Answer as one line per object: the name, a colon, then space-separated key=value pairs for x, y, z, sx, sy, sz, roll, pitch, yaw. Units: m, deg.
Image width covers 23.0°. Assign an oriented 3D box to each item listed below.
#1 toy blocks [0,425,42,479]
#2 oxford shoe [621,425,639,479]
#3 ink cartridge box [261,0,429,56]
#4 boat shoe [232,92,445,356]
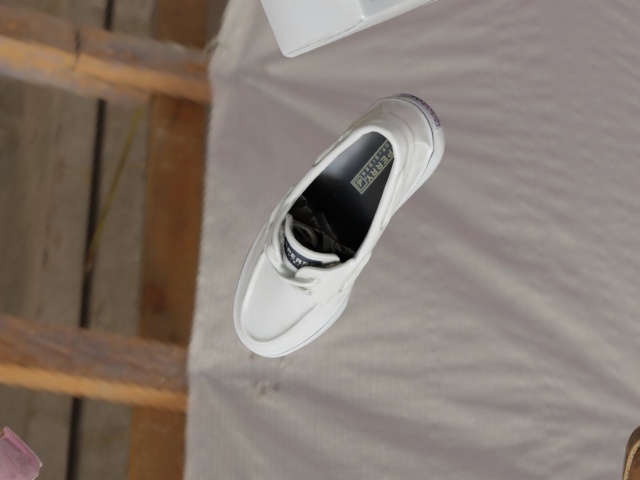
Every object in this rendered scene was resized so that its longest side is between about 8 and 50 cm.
toy blocks: x=-0.328 y=0.281 z=1.077 sx=0.260 sy=0.288 sz=0.309 roll=57 pitch=-169 yaw=-9
oxford shoe: x=0.267 y=0.247 z=1.269 sx=0.076 sy=0.212 sz=0.076 roll=-1 pitch=-144 yaw=9
ink cartridge box: x=0.069 y=-0.323 z=1.410 sx=0.306 sy=0.131 sz=0.226 roll=-27 pitch=-84 yaw=-34
boat shoe: x=0.000 y=0.000 z=1.244 sx=0.096 sy=0.267 sz=0.088 roll=46 pitch=-149 yaw=8
